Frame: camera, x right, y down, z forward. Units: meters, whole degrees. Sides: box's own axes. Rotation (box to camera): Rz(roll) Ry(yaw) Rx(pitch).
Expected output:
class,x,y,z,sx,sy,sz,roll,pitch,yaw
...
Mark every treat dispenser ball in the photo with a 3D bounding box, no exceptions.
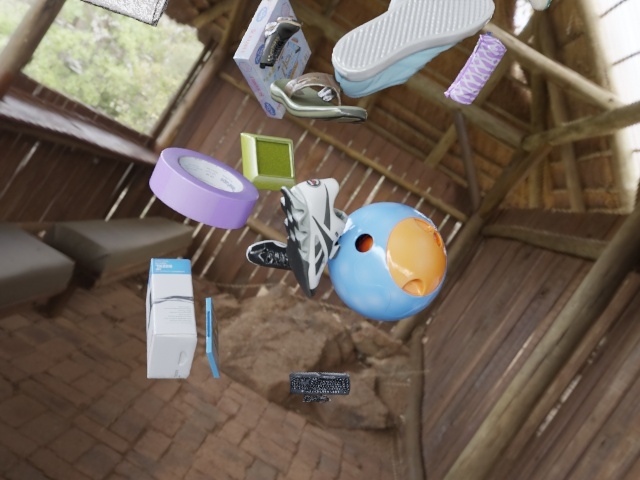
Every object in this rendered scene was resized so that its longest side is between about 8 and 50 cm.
class,x,y,z,sx,sy,sz,roll,pitch,yaw
treat dispenser ball,0.161,0.051,1.585,0.288,0.288,0.288,34,3,-2

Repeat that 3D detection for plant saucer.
class,x,y,z,sx,sy,sz,roll,pitch,yaw
plant saucer,-0.156,-0.257,2.104,0.188,0.188,0.045,2,-16,-30

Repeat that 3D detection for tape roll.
class,x,y,z,sx,sy,sz,roll,pitch,yaw
tape roll,-0.304,-0.140,1.729,0.275,0.090,0.275,26,19,-10

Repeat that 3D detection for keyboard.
class,x,y,z,sx,sy,sz,roll,pitch,yaw
keyboard,-0.003,0.457,2.014,0.192,0.100,0.038,-2,12,14

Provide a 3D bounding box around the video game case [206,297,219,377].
class,x,y,z,sx,sy,sz,roll,pitch,yaw
video game case,-0.273,0.246,1.660,0.119,0.015,0.166,86,-4,-47

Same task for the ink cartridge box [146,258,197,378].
class,x,y,z,sx,sy,sz,roll,pitch,yaw
ink cartridge box,-0.470,0.242,2.041,0.129,0.223,0.307,3,43,-19

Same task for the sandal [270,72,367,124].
class,x,y,z,sx,sy,sz,roll,pitch,yaw
sandal,-0.016,-0.291,1.286,0.120,0.086,0.303,0,25,-32

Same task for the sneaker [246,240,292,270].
class,x,y,z,sx,sy,sz,roll,pitch,yaw
sneaker,-0.100,0.051,1.884,0.217,0.079,0.121,7,7,-12

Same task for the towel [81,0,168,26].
class,x,y,z,sx,sy,sz,roll,pitch,yaw
towel,-0.591,-0.779,2.003,0.282,0.187,0.049,20,-4,8

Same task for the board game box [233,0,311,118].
class,x,y,z,sx,sy,sz,roll,pitch,yaw
board game box,-0.159,-0.653,2.306,0.066,0.319,0.318,11,-24,24

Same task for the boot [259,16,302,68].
class,x,y,z,sx,sy,sz,roll,pitch,yaw
boot,-0.125,-0.607,2.030,0.077,0.137,0.198,15,-1,-25

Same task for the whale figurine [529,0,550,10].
class,x,y,z,sx,sy,sz,roll,pitch,yaw
whale figurine,0.500,-0.595,1.301,0.141,0.272,0.216,-6,48,-35

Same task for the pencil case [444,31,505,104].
class,x,y,z,sx,sy,sz,roll,pitch,yaw
pencil case,0.448,-0.491,1.887,0.088,0.206,0.086,3,45,-27

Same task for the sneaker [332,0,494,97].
class,x,y,z,sx,sy,sz,roll,pitch,yaw
sneaker,0.190,-0.417,1.391,0.150,0.366,0.135,84,-18,-71

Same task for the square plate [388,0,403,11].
class,x,y,z,sx,sy,sz,roll,pitch,yaw
square plate,0.256,-0.605,1.560,0.049,0.347,0.344,38,-26,10

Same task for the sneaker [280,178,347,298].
class,x,y,z,sx,sy,sz,roll,pitch,yaw
sneaker,0.000,0.000,1.501,0.122,0.146,0.330,54,-25,39
